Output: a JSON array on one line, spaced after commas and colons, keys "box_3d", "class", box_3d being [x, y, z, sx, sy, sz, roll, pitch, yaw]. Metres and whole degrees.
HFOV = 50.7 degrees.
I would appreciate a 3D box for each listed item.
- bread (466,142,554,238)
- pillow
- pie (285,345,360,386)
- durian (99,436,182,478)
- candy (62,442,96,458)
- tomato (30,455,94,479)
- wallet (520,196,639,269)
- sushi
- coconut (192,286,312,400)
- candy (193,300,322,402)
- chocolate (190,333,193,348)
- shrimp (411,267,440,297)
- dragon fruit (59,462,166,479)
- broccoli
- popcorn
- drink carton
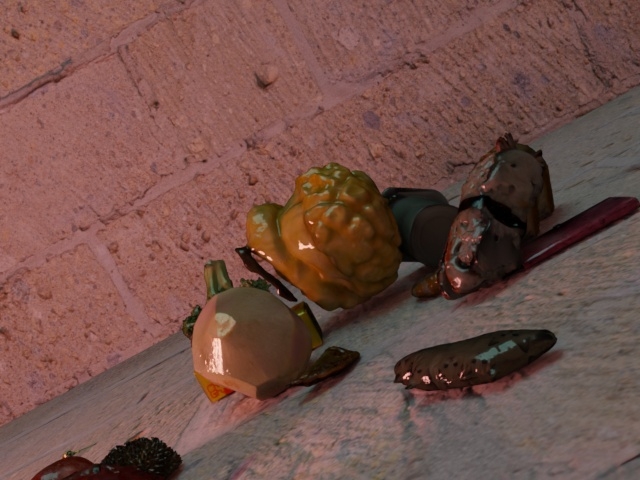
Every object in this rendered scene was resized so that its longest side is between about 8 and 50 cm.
[{"box_3d": [0.391, -0.105, 1.434, 0.171, 0.192, 0.314, -1, 24, 30], "class": "bread"}, {"box_3d": [0.172, 0.154, 0.832, 0.241, 0.051, 0.093, -21, 8, 43], "class": "pillow"}, {"box_3d": [0.018, 0.219, 1.170, 0.088, 0.033, 0.191, -18, 3, 27], "class": "pie"}, {"box_3d": [-0.305, 0.368, 1.077, 0.148, 0.091, 0.188, -29, 6, -3], "class": "durian"}, {"box_3d": [-0.590, 0.516, 1.657, 0.083, 0.025, 0.023, -17, -12, -23], "class": "candy"}, {"box_3d": [-0.400, 0.391, 1.002, 0.139, 0.091, 0.159, -57, 17, 15], "class": "tomato"}, {"box_3d": [0.448, -0.014, 1.219, 0.232, 0.025, 0.119, -29, 5, 1], "class": "wallet"}, {"box_3d": [0.310, -0.038, 1.213, 0.130, 0.124, 0.332, -30, 34, 59], "class": "sushi"}, {"box_3d": [-0.131, 0.192, 1.280, 0.197, 0.236, 0.237, -63, 16, -17], "class": "coconut"}, {"box_3d": [-0.133, 0.241, 1.494, 0.276, 0.088, 0.146, -29, 3, 0], "class": "candy"}, {"box_3d": [-0.220, 0.200, 1.473, 0.072, 0.072, 0.167, -25, 5, 35], "class": "chocolate"}, {"box_3d": [0.261, 0.060, 1.349, 0.187, 0.052, 0.132, -29, 4, 31], "class": "shrimp"}, {"box_3d": [-0.221, 0.314, 0.696, 0.172, 0.172, 0.209, -29, -4, -5], "class": "dragon fruit"}, {"box_3d": [-0.262, 0.201, 1.962, 0.287, 0.235, 0.260, -20, 40, 7], "class": "broccoli"}, {"box_3d": [0.000, 0.000, 1.533, 0.381, 0.349, 0.349, -17, 1, -17], "class": "popcorn"}, {"box_3d": [0.250, -0.030, 1.582, 0.190, 0.186, 0.189, 4, 4, -13], "class": "drink carton"}]
